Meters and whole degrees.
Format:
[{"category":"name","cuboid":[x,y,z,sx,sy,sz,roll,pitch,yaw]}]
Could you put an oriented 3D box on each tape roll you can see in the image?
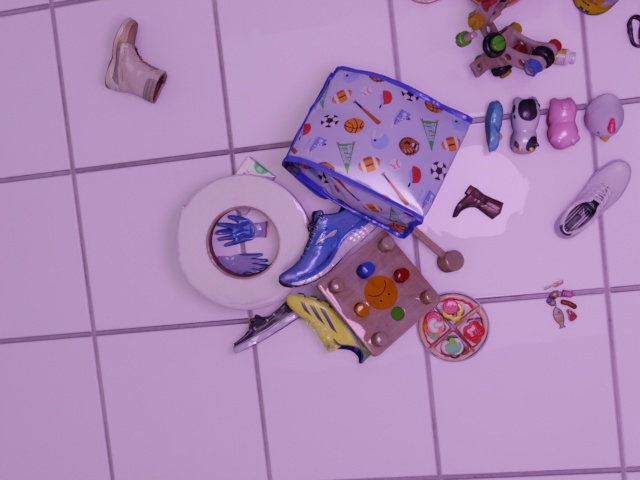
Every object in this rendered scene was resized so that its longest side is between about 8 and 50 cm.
[{"category":"tape roll","cuboid":[-0.216,0.003,1.868,0.393,0.072,0.391,0,95,-1]}]

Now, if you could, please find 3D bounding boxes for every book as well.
[{"category":"book","cuboid":[-0.211,-0.157,1.909,0.096,0.035,0.144,38,97,1]}]

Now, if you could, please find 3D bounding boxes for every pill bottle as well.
[{"category":"pill bottle","cuboid":[0.632,-0.488,1.749,0.083,0.043,0.043,9,95,7]},{"category":"pill bottle","cuboid":[0.707,-0.644,1.641,0.117,0.215,0.117,1,93,9]}]

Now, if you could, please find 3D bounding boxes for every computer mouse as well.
[{"category":"computer mouse","cuboid":[0.840,-0.626,1.717,0.071,0.041,0.241,7,101,7]}]

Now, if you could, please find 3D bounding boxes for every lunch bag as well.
[{"category":"lunch bag","cuboid":[0.135,-0.238,1.708,0.386,0.239,0.327,27,73,-1]}]

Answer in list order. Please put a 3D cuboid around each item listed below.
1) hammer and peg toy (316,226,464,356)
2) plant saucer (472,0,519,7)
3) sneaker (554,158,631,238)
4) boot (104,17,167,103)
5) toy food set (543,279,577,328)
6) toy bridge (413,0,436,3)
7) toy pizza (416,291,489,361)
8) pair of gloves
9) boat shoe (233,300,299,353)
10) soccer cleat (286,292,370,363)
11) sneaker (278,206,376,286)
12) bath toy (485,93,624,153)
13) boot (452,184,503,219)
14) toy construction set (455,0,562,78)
[{"category":"hammer and peg toy","cuboid":[0.195,0.105,1.801,0.361,0.127,0.266,-39,88,-17]},{"category":"plant saucer","cuboid":[0.472,-0.717,1.762,0.200,0.037,0.199,0,93,9]},{"category":"sneaker","cuboid":[0.726,-0.104,1.735,0.094,0.091,0.258,38,98,5]},{"category":"boot","cuboid":[-0.519,-0.519,1.907,0.165,0.077,0.213,21,102,7]},{"category":"toy food set","cuboid":[0.663,0.174,1.799,0.078,0.019,0.122,-27,89,9]},{"category":"toy bridge","cuboid":[0.283,-0.680,1.799,0.188,0.026,0.063,14,98,8]},{"category":"toy pizza","cuboid":[0.371,0.243,1.843,0.202,0.032,0.201,1,94,9]},{"category":"pair of gloves","cuboid":[-0.228,0.025,1.925,0.160,0.023,0.198,0,93,9]},{"category":"boat shoe","cuboid":[-0.163,0.242,1.903,0.229,0.080,0.076,-32,82,8]},{"category":"soccer cleat","cuboid":[0.024,0.245,1.845,0.289,0.093,0.121,29,80,-4]},{"category":"sneaker","cuboid":[0.000,0.000,1.795,0.330,0.130,0.147,-44,98,-18]},{"category":"bath toy","cuboid":[0.614,-0.297,1.724,0.349,0.129,0.151,-3,127,10]},{"category":"boot","cuboid":[0.434,-0.082,1.813,0.114,0.037,0.106,32,100,1]},{"category":"toy construction set","cuboid":[0.466,-0.556,1.679,0.258,0.237,0.308,26,83,-18]}]
